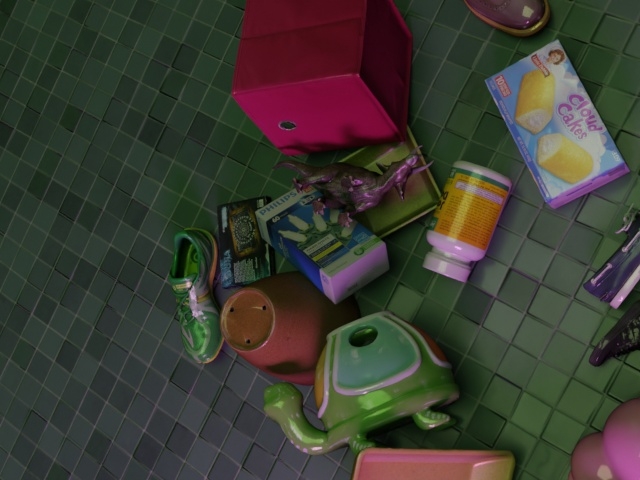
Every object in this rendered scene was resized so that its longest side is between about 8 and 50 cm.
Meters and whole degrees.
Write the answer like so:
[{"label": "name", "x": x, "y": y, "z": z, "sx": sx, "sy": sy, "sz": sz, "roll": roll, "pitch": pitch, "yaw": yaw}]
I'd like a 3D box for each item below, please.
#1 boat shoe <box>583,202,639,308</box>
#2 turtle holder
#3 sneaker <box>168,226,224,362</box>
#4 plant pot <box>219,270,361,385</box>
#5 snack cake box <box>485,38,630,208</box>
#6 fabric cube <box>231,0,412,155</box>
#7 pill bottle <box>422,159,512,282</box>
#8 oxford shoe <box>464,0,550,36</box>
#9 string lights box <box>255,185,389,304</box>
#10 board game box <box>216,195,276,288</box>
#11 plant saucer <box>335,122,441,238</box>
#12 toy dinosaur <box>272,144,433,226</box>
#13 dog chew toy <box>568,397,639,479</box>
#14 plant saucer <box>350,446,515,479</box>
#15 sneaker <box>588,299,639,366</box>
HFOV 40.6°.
[{"label": "boat shoe", "x": 0.546, "y": -0.006, "z": 1.487, "sx": 0.079, "sy": 0.095, "sz": 0.254, "roll": 33, "pitch": 106, "yaw": 15}, {"label": "turtle holder", "x": 0.084, "y": 0.272, "z": 1.583, "sx": 0.320, "sy": 0.243, "sz": 0.227, "roll": -29, "pitch": 71, "yaw": 26}, {"label": "sneaker", "x": -0.278, "y": 0.116, "z": 1.847, "sx": 0.109, "sy": 0.123, "sz": 0.296, "roll": -13, "pitch": 77, "yaw": 23}, {"label": "plant pot", "x": -0.078, "y": 0.159, "z": 1.672, "sx": 0.237, "sy": 0.254, "sz": 0.237, "roll": -5, "pitch": 79, "yaw": 25}, {"label": "snack cake box", "x": 0.430, "y": -0.210, "z": 1.575, "sx": 0.152, "sy": 0.089, "sz": 0.264, "roll": -29, "pitch": 71, "yaw": 20}, {"label": "fabric cube", "x": 0.013, "y": -0.339, "z": 1.681, "sx": 0.258, "sy": 0.254, "sz": 0.259, "roll": -4, "pitch": 66, "yaw": 24}, {"label": "pill bottle", "x": 0.266, "y": -0.034, "z": 1.610, "sx": 0.117, "sy": 0.117, "sz": 0.208, "roll": 22, "pitch": 92, "yaw": 27}, {"label": "oxford shoe", "x": 0.299, "y": -0.535, "z": 1.665, "sx": 0.130, "sy": 0.132, "sz": 0.364, "roll": -43, "pitch": 67, "yaw": 13}, {"label": "string lights box", "x": 0.000, "y": 0.000, "z": 1.690, "sx": 0.133, "sy": 0.077, "sz": 0.259, "roll": -32, "pitch": 46, "yaw": -20}, {"label": "board game box", "x": -0.160, "y": 0.005, "z": 1.862, "sx": 0.126, "sy": 0.026, "sz": 0.186, "roll": -9, "pitch": 78, "yaw": 25}, {"label": "plant saucer", "x": 0.135, "y": -0.107, "z": 1.726, "sx": 0.188, "sy": 0.045, "sz": 0.188, "roll": -29, "pitch": 71, "yaw": 19}, {"label": "toy dinosaur", "x": 0.049, "y": -0.105, "z": 1.677, "sx": 0.313, "sy": 0.160, "sz": 0.121, "roll": 2, "pitch": 107, "yaw": 37}, {"label": "dog chew toy", "x": 0.549, "y": 0.330, "z": 1.379, "sx": 0.332, "sy": 0.206, "sz": 0.207, "roll": -34, "pitch": 69, "yaw": 27}, {"label": "plant saucer", "x": 0.156, "y": 0.504, "z": 1.488, "sx": 0.081, "sy": 0.332, "sz": 0.333, "roll": 19, "pitch": 99, "yaw": 60}, {"label": "sneaker", "x": 0.545, "y": 0.168, "z": 1.477, "sx": 0.089, "sy": 0.051, "sz": 0.170, "roll": 41, "pitch": 91, "yaw": 27}]
